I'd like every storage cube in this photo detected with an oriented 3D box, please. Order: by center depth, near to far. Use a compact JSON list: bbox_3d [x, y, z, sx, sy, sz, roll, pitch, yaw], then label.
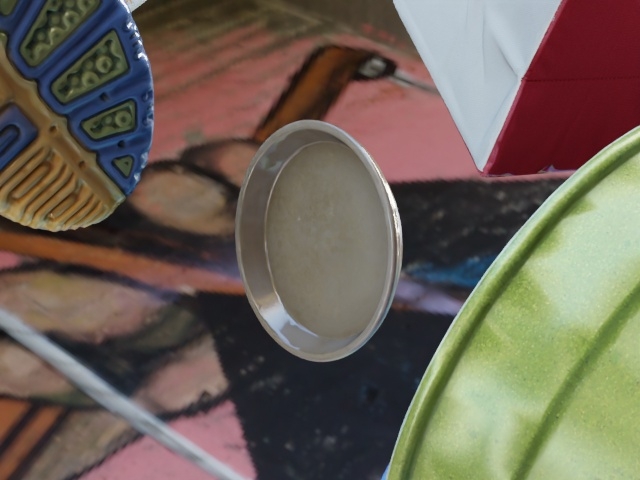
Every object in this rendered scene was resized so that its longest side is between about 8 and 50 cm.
[{"bbox_3d":[0.187,-0.173,0.945,0.193,0.215,0.184,-5,-38,-21],"label":"storage cube"}]

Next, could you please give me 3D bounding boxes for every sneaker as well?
[{"bbox_3d":[-0.185,-0.132,0.605,0.112,0.131,0.296,-43,-65,-12],"label":"sneaker"}]

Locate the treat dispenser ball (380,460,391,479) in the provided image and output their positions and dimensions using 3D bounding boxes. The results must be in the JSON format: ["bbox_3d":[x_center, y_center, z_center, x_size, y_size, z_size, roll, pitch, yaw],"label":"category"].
[{"bbox_3d":[0.192,0.300,1.404,0.288,0.288,0.288,-26,-51,-37],"label":"treat dispenser ball"}]

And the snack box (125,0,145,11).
[{"bbox_3d":[-0.288,-0.218,1.469,0.322,0.187,0.060,-46,-70,-36],"label":"snack box"}]

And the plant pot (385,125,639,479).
[{"bbox_3d":[0.288,0.163,0.813,0.366,0.353,0.366,-33,-39,-31],"label":"plant pot"}]

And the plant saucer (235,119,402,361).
[{"bbox_3d":[0.000,0.000,1.604,0.041,0.278,0.278,-6,-64,-41],"label":"plant saucer"}]
